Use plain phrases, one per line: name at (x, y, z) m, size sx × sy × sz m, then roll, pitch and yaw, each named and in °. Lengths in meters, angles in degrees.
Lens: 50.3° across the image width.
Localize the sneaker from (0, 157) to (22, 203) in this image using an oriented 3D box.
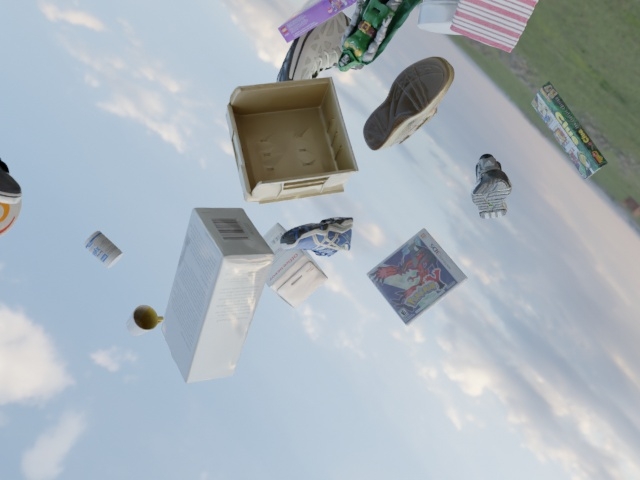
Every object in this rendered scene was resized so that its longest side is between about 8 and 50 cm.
sneaker at (-0.860, -0.211, 1.645) m, size 0.321 × 0.127 × 0.126 m, roll 30°, pitch -169°, yaw -8°

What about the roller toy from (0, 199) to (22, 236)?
roller toy at (-0.948, -0.107, 1.891) m, size 0.146 × 0.191 × 0.209 m, roll 24°, pitch -137°, yaw 21°

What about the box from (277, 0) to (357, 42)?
box at (0.031, -0.704, 2.006) m, size 0.057 × 0.293 × 0.201 m, roll 54°, pitch -136°, yaw -21°

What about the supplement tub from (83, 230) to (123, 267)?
supplement tub at (-0.681, 0.027, 2.136) m, size 0.107 × 0.071 × 0.071 m, roll 43°, pitch -162°, yaw -2°

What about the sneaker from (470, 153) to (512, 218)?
sneaker at (0.369, -0.142, 1.503) m, size 0.229 × 0.086 × 0.132 m, roll 58°, pitch -152°, yaw -69°

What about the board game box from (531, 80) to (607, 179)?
board game box at (0.653, -0.288, 1.800) m, size 0.260 × 0.030 × 0.136 m, roll 58°, pitch 178°, yaw 10°

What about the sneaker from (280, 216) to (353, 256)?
sneaker at (0.000, 0.000, 1.519) m, size 0.211 × 0.080 × 0.081 m, roll -13°, pitch -78°, yaw -41°

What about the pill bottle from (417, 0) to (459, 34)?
pill bottle at (0.339, -0.711, 1.617) m, size 0.228 × 0.408 × 0.229 m, roll 5°, pitch -171°, yaw -1°

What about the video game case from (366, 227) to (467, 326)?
video game case at (0.250, 0.094, 1.785) m, size 0.183 × 0.201 × 0.023 m, roll 53°, pitch -177°, yaw 26°

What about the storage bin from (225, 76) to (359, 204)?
storage bin at (-0.076, -0.240, 1.644) m, size 0.123 × 0.260 × 0.262 m, roll 119°, pitch 139°, yaw -66°

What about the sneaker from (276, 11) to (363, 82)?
sneaker at (0.027, -0.617, 2.268) m, size 0.257 × 0.169 × 0.448 m, roll 25°, pitch -123°, yaw -9°

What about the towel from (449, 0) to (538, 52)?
towel at (0.349, -0.464, 1.377) m, size 0.144 × 0.029 × 0.197 m, roll 22°, pitch 164°, yaw 5°

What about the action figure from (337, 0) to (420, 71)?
action figure at (0.103, -0.405, 1.232) m, size 0.137 × 0.232 × 0.063 m, roll 40°, pitch -164°, yaw 25°

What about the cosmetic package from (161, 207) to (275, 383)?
cosmetic package at (-0.299, 0.154, 1.914) m, size 0.161 × 0.453 × 0.230 m, roll -1°, pitch -143°, yaw -34°

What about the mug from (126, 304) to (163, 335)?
mug at (-0.410, 0.193, 1.572) m, size 0.078 × 0.064 × 0.062 m, roll 31°, pitch -134°, yaw -23°

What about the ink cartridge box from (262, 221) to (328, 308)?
ink cartridge box at (-0.121, 0.089, 2.441) m, size 0.168 × 0.171 × 0.233 m, roll 45°, pitch -176°, yaw -41°

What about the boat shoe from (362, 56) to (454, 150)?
boat shoe at (0.237, -0.350, 1.740) m, size 0.110 × 0.341 × 0.122 m, roll -11°, pitch -107°, yaw -35°
